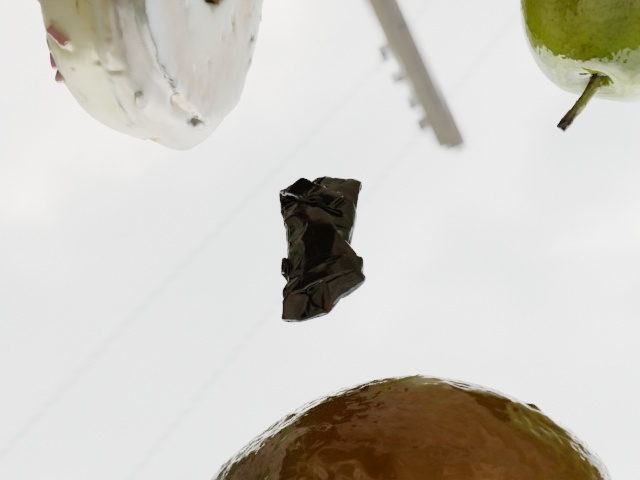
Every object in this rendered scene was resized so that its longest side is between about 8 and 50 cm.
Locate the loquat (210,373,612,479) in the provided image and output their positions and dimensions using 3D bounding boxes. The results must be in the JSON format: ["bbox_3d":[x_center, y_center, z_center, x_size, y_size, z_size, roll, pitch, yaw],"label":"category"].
[{"bbox_3d":[0.061,0.248,1.288,0.328,0.328,0.328,-20,-151,12],"label":"loquat"}]

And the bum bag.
[{"bbox_3d":[0.001,0.001,1.159,0.057,0.034,0.124,-17,-137,15],"label":"bum bag"}]

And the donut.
[{"bbox_3d":[-0.173,-0.283,1.965,0.142,0.383,0.383,4,-143,18],"label":"donut"}]

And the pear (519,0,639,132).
[{"bbox_3d":[0.263,-0.189,1.712,0.180,0.166,0.216,17,-117,0],"label":"pear"}]
